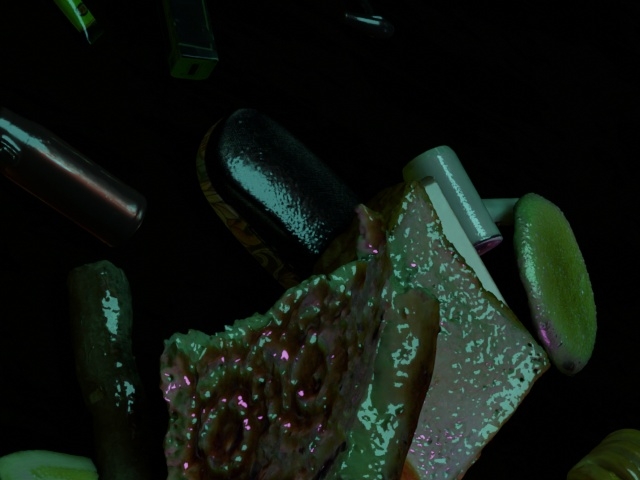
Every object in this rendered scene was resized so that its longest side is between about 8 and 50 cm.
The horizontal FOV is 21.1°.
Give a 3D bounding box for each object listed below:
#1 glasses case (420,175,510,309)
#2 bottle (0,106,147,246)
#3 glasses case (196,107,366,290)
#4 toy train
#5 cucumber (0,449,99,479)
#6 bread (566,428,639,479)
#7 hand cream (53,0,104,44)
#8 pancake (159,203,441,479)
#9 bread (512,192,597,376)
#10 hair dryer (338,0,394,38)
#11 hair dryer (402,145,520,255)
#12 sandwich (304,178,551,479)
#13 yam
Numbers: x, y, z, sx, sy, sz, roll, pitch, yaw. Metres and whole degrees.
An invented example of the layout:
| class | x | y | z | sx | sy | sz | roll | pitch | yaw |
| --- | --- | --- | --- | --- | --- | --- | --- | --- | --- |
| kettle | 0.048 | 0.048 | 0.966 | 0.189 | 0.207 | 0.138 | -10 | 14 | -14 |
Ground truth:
| class | x | y | z | sx | sy | sz | roll | pitch | yaw |
| --- | --- | --- | --- | --- | --- | --- | --- | --- | --- |
| glasses case | 0.120 | 0.039 | 1.908 | 0.102 | 0.070 | 0.193 | -30 | 88 | -30 |
| bottle | -0.231 | -0.057 | 1.515 | 0.164 | 0.060 | 0.060 | 36 | 38 | -29 |
| glasses case | 0.000 | 0.000 | 1.747 | 0.321 | 0.082 | 0.122 | 45 | 39 | -19 |
| toy train | -0.151 | -0.262 | 1.816 | 0.044 | 0.042 | 0.209 | 4 | 55 | -27 |
| cucumber | -0.215 | 0.195 | 1.335 | 0.107 | 0.035 | 0.067 | 17 | 32 | -44 |
| bread | 0.349 | 0.287 | 1.967 | 0.177 | 0.084 | 0.119 | -26 | 83 | -54 |
| hand cream | -0.256 | -0.245 | 1.680 | 0.122 | 0.023 | 0.036 | 53 | 28 | -14 |
| pancake | -0.002 | 0.159 | 1.478 | 0.426 | 0.067 | 0.305 | -34 | 122 | -47 |
| bread | 0.288 | 0.050 | 2.084 | 0.228 | 0.033 | 0.228 | 46 | 35 | -46 |
| hair dryer | 0.048 | -0.285 | 2.128 | 0.079 | 0.031 | 0.083 | 14 | 37 | -36 |
| hair dryer | 0.194 | -0.044 | 2.066 | 0.236 | 0.073 | 0.131 | -4 | 65 | -57 |
| sandwich | 0.090 | 0.102 | 1.684 | 0.226 | 0.087 | 0.251 | -46 | 109 | -20 |
| yam | -0.169 | 0.137 | 1.426 | 0.061 | 0.061 | 0.253 | 18 | 49 | -45 |
